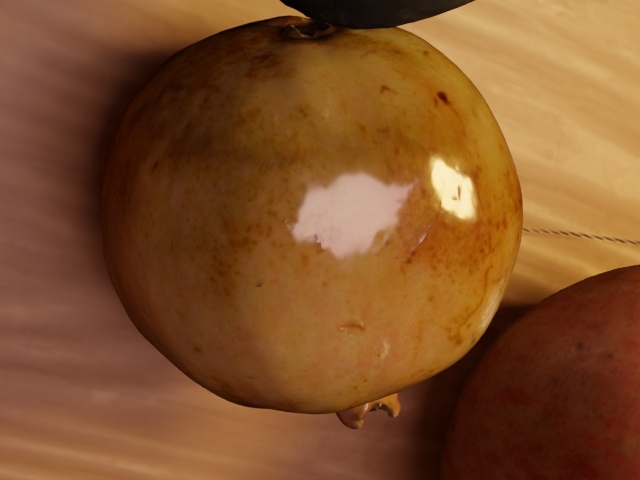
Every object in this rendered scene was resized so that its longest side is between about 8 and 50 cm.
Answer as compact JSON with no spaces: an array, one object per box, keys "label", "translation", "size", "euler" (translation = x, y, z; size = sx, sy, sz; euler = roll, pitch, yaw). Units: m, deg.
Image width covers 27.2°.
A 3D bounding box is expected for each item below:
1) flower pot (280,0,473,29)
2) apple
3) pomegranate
[{"label":"flower pot","translation":[0.008,-0.264,0.690],"size":[0.379,0.379,0.251],"euler":[-44,141,-9]},{"label":"apple","translation":[0.235,0.177,0.975],"size":[0.345,0.269,0.345],"euler":[-20,118,-43]},{"label":"pomegranate","translation":[0.000,0.000,0.806],"size":[0.252,0.229,0.270],"euler":[-19,119,-21]}]
